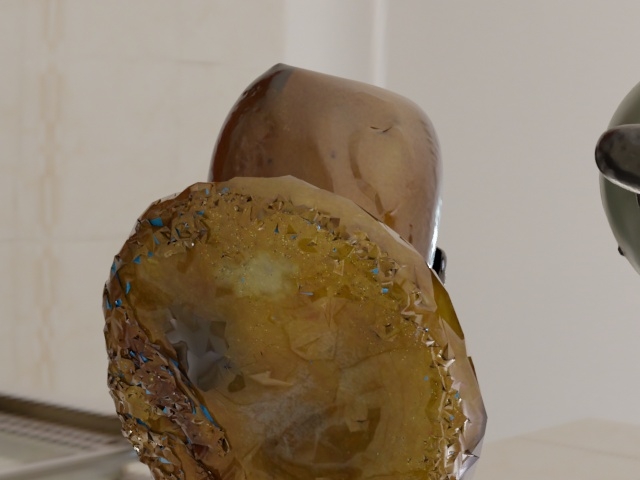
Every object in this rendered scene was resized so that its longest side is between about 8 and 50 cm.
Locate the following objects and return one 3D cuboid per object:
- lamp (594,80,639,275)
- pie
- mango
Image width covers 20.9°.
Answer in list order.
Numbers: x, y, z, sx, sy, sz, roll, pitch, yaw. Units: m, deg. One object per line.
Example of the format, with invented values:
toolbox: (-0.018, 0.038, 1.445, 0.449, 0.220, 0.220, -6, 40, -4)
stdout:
lamp: (0.274, -0.031, 1.163, 0.198, 0.244, 0.197, 4, -78, 21)
pie: (-0.023, 0.087, 1.034, 0.273, 0.069, 0.273, 9, -68, 23)
mango: (0.000, 0.000, 1.407, 0.201, 0.153, 0.287, -13, -109, 29)
